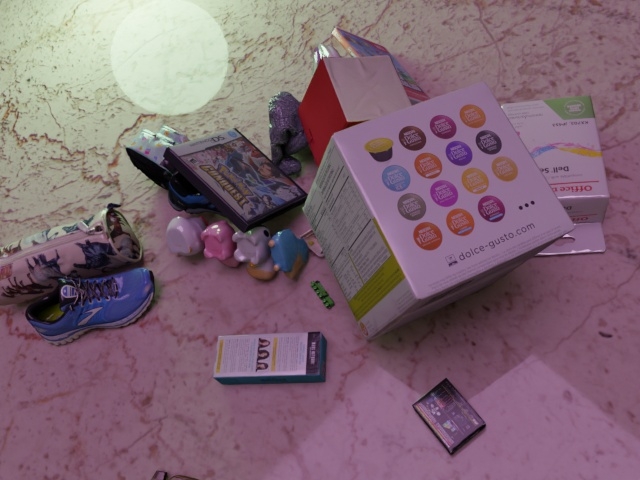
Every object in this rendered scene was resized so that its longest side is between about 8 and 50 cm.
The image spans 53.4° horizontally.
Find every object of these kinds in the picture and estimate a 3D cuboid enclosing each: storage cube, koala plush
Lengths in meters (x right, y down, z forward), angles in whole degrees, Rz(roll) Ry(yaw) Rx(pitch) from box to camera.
[{"bbox_3d":[0.078,-0.297,1.481,0.184,0.193,0.215,-8,67,-24],"label":"storage cube"},{"bbox_3d":[-0.018,-0.291,1.642,0.221,0.203,0.196,-2,59,0],"label":"koala plush"}]

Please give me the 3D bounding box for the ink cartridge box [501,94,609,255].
[{"bbox_3d":[0.525,-0.148,1.440,0.207,0.119,0.353,-4,61,13],"label":"ink cartridge box"}]

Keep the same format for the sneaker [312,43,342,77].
[{"bbox_3d":[0.055,-0.439,1.646,0.152,0.305,0.114,0,97,0],"label":"sneaker"}]

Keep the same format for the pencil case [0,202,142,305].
[{"bbox_3d":[-0.679,0.040,1.630,0.410,0.183,0.159,-18,59,6],"label":"pencil case"}]

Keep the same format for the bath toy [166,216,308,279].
[{"bbox_3d":[-0.210,0.009,1.554,0.348,0.151,0.129,10,29,24],"label":"bath toy"}]

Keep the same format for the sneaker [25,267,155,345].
[{"bbox_3d":[-0.563,0.150,1.557,0.330,0.147,0.129,-24,58,1],"label":"sneaker"}]

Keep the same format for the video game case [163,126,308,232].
[{"bbox_3d":[-0.196,-0.155,1.531,0.275,0.035,0.248,43,37,13],"label":"video game case"}]

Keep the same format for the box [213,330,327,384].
[{"bbox_3d":[-0.111,0.264,1.421,0.244,0.060,0.100,-4,61,13],"label":"box"}]

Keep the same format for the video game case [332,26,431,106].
[{"bbox_3d":[0.170,-0.446,1.671,0.025,0.204,0.285,-53,53,30],"label":"video game case"}]

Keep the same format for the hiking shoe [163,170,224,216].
[{"bbox_3d":[-0.231,-0.118,1.591,0.304,0.132,0.113,-1,70,-8],"label":"hiking shoe"}]

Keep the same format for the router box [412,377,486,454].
[{"bbox_3d":[0.258,0.354,1.283,0.092,0.038,0.122,-36,58,-7],"label":"router box"}]

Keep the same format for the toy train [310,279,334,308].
[{"bbox_3d":[0.005,0.125,1.492,0.024,0.017,0.083,-29,58,-13],"label":"toy train"}]

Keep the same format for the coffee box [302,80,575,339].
[{"bbox_3d":[0.202,-0.048,1.258,0.338,0.338,0.334,-22,75,-17],"label":"coffee box"}]

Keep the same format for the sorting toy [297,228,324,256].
[{"bbox_3d":[0.000,0.000,1.550,0.083,0.045,0.075,-34,66,-5],"label":"sorting toy"}]

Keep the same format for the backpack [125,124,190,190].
[{"bbox_3d":[-0.418,-0.222,1.710,0.188,0.166,0.144,21,72,23],"label":"backpack"}]

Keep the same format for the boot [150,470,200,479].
[{"bbox_3d":[-0.316,0.538,1.342,0.118,0.042,0.087,4,69,19],"label":"boot"}]
